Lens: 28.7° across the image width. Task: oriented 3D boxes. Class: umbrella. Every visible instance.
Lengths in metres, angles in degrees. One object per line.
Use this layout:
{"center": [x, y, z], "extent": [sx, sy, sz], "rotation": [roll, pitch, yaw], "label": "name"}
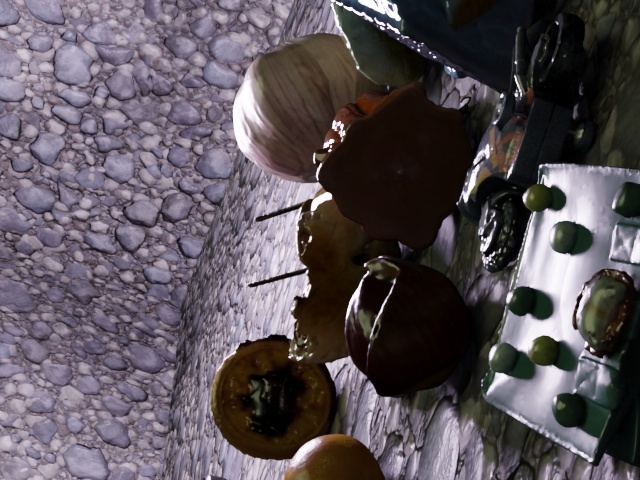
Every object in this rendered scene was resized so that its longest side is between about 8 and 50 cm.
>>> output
{"center": [0.205, -0.179, 1.844], "extent": [0.122, 0.022, 0.013], "rotation": [107, 147, -64], "label": "umbrella"}

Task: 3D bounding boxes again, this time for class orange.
{"center": [0.023, 0.349, 1.735], "extent": [0.136, 0.159, 0.159], "rotation": [10, 84, 37], "label": "orange"}

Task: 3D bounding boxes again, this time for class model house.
{"center": [0.185, -0.352, 1.682], "extent": [0.297, 0.339, 0.360], "rotation": [-32, 27, -8], "label": "model house"}

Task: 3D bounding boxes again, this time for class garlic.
{"center": [-0.013, -0.230, 2.292], "extent": [0.259, 0.317, 0.317], "rotation": [70, 154, 21], "label": "garlic"}

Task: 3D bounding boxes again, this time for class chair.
{"center": [0.000, 0.000, 2.179], "extent": [0.247, 0.172, 0.158], "rotation": [-28, 43, 39], "label": "chair"}

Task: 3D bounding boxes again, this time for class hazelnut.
{"center": [0.104, 0.112, 1.607], "extent": [0.202, 0.160, 0.170], "rotation": [-153, 76, -72], "label": "hazelnut"}

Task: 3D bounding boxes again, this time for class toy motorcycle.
{"center": [0.232, -0.113, 1.441], "extent": [0.173, 0.108, 0.307], "rotation": [-147, 75, -83], "label": "toy motorcycle"}

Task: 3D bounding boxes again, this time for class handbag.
{"center": [0.246, 0.055, 1.177], "extent": [0.274, 0.100, 0.268], "rotation": [-154, 81, -78], "label": "handbag"}

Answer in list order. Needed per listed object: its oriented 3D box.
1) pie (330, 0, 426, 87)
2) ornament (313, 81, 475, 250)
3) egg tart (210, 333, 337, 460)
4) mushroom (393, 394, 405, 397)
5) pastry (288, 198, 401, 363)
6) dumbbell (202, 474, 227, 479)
{"center": [0.108, -0.397, 2.059], "extent": [0.071, 0.306, 0.306], "rotation": [-2, 68, 36], "label": "pie"}
{"center": [0.097, -0.117, 1.822], "extent": [0.217, 0.221, 0.235], "rotation": [-112, 12, -76], "label": "ornament"}
{"center": [-0.084, 0.276, 2.163], "extent": [0.171, 0.215, 0.215], "rotation": [109, 173, -77], "label": "egg tart"}
{"center": [0.107, 0.174, 1.749], "extent": [0.079, 0.085, 0.085], "rotation": [-38, 18, 4], "label": "mushroom"}
{"center": [0.043, 0.072, 1.942], "extent": [0.237, 0.170, 0.256], "rotation": [33, -114, -82], "label": "pastry"}
{"center": [-0.109, 0.453, 2.064], "extent": [0.100, 0.191, 0.100], "rotation": [-166, 90, -78], "label": "dumbbell"}
